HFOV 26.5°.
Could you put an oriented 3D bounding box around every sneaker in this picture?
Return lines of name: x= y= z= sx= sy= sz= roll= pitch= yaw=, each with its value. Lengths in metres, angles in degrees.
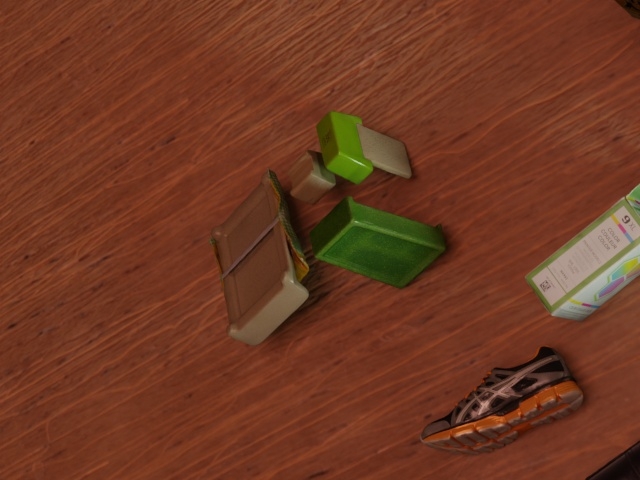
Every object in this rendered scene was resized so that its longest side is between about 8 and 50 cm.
sneaker: x=0.219 y=0.202 z=1.679 sx=0.215 sy=0.084 sz=0.083 roll=-26 pitch=59 yaw=20

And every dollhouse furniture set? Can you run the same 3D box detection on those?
dollhouse furniture set: x=0.000 y=0.000 z=1.829 sx=0.301 sy=0.151 sz=0.197 roll=-44 pitch=43 yaw=36

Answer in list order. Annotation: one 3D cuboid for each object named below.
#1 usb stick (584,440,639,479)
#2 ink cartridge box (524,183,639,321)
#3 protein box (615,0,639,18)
usb stick: x=0.425 y=0.239 z=1.573 sx=0.278 sy=0.045 sz=0.077 roll=-41 pitch=60 yaw=19
ink cartridge box: x=0.352 y=0.007 z=1.605 sx=0.209 sy=0.109 sz=0.062 roll=-42 pitch=67 yaw=18
protein box: x=0.423 y=-0.357 z=1.558 sx=0.136 sy=0.201 sz=0.199 roll=23 pitch=95 yaw=29
